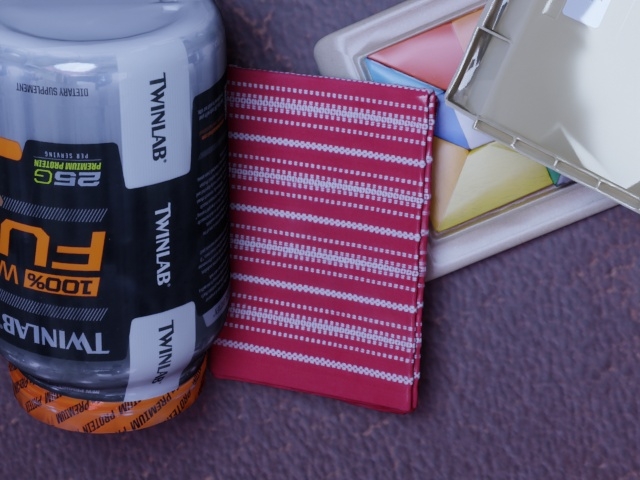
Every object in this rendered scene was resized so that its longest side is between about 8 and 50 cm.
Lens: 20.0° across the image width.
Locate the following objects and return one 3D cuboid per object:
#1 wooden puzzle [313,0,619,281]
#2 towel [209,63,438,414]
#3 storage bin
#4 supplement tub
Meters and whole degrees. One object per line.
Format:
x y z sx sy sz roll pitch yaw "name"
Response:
0.135 -0.104 1.473 0.239 0.044 0.221 -22 91 15 "wooden puzzle"
0.000 0.000 1.500 0.199 0.031 0.275 9 103 25 "towel"
0.265 -0.154 1.334 0.260 0.123 0.262 29 103 24 "storage bin"
-0.175 -0.030 1.442 0.207 0.207 0.338 7 118 13 "supplement tub"
